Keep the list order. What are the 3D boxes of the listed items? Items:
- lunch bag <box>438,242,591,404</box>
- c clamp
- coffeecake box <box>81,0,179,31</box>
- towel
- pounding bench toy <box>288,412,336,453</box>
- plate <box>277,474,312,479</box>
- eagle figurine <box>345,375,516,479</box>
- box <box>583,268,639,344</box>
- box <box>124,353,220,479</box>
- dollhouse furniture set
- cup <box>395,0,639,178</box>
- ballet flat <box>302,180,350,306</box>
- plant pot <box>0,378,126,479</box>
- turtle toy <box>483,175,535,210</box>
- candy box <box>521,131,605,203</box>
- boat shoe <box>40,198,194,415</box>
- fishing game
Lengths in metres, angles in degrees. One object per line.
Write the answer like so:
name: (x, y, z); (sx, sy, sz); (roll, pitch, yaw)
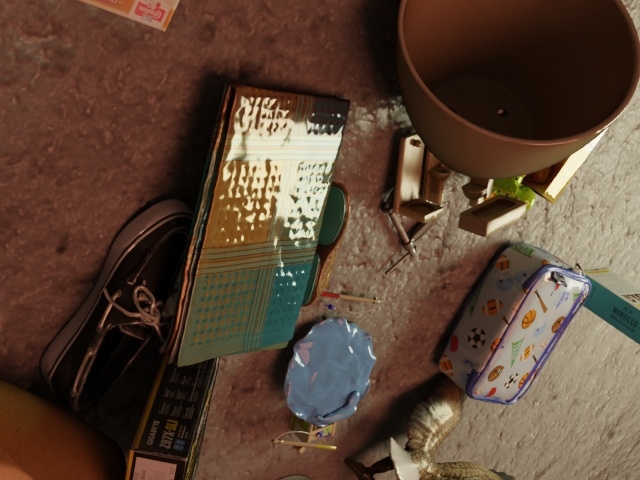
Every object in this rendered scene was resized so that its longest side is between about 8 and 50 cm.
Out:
lunch bag: (0.362, 0.152, 2.163); (0.243, 0.115, 0.303); (20, 106, -51)
c clamp: (0.138, -0.034, 1.882); (0.137, 0.022, 0.161); (-40, 138, -14)
coffeecake box: (-0.202, -0.342, 1.304); (0.142, 0.068, 0.185); (13, 110, -47)
towel: (-0.083, -0.021, 1.600); (0.271, 0.040, 0.370); (-2, 109, -56)
pounding bench toy: (-0.011, 0.310, 1.979); (0.065, 0.052, 0.083); (-12, 127, -37)
plate: (-0.076, 0.493, 2.079); (0.188, 0.024, 0.188); (-25, 134, -28)
eagle figurine: (0.204, 0.393, 2.145); (0.298, 0.225, 0.226); (-21, 119, -17)
box: (0.599, 0.139, 2.265); (0.100, 0.244, 0.060); (-2, 120, -41)
box: (-0.206, 0.292, 1.608); (0.079, 0.322, 0.257); (11, 118, -1)
dollhouse furniture set: (0.217, -0.095, 1.799); (0.144, 0.151, 0.123); (-24, 126, -45)
cup: (0.247, -0.218, 1.664); (0.331, 0.331, 0.237); (-32, 163, -21)
ballet flat: (0.000, 0.000, 1.762); (0.067, 0.073, 0.206); (-32, 148, -62)
plant pot: (-0.410, 0.272, 1.473); (0.237, 0.237, 0.254); (-44, 127, -8)
turtle toy: (0.296, -0.102, 1.910); (0.095, 0.130, 0.066); (-36, 167, 19)
candy box: (0.388, -0.167, 1.948); (0.187, 0.109, 0.053); (-55, 142, 4)
boat shoe: (-0.248, 0.091, 1.555); (0.306, 0.105, 0.113); (-51, 140, 0)
fishing game: (0.012, 0.208, 1.913); (0.189, 0.041, 0.264); (9, 97, -40)
